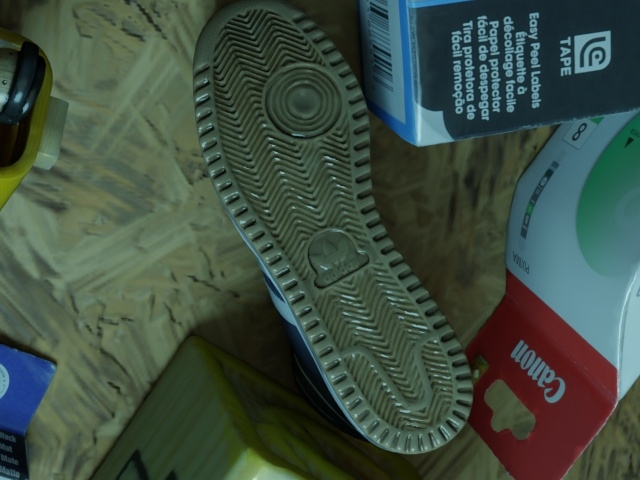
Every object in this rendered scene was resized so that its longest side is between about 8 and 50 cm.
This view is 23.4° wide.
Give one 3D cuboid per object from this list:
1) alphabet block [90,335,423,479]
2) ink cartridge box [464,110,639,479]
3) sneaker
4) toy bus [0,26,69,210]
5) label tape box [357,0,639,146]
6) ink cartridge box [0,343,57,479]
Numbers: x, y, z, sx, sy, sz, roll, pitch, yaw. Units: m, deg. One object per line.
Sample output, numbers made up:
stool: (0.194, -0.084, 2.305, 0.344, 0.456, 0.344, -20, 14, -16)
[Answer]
alphabet block: (-0.042, 0.206, 0.921, 0.192, 0.193, 0.197, 33, 95, -24)
ink cartridge box: (0.149, 0.023, 0.925, 0.056, 0.181, 0.224, 36, 96, -22)
sneaker: (0.000, 0.000, 0.931, 0.099, 0.153, 0.282, -23, 82, -6)
toy bus: (-0.185, -0.066, 0.792, 0.104, 0.202, 0.191, 18, 106, -21)
label tape box: (0.188, -0.206, 0.905, 0.334, 0.106, 0.240, -10, 110, -13)
ink cartridge box: (-0.288, 0.142, 0.886, 0.223, 0.045, 0.224, 23, 99, -33)
